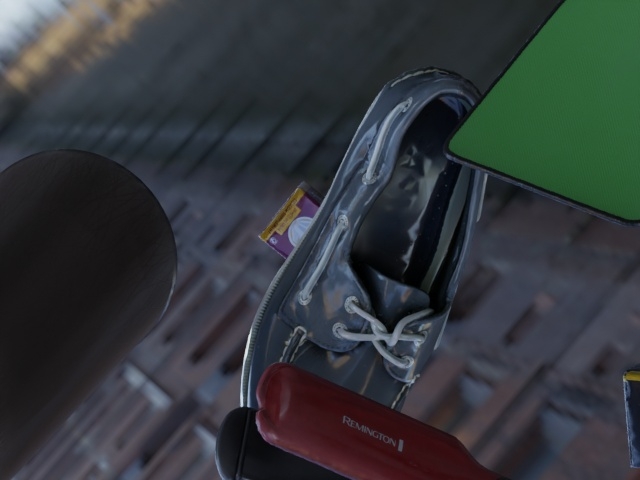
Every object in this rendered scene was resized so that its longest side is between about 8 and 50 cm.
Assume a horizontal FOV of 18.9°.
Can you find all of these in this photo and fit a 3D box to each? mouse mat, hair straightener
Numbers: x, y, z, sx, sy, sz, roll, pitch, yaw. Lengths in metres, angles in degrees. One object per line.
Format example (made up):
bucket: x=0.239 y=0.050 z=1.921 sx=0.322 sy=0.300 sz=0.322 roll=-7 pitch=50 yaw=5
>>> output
mouse mat: x=0.182 y=-0.095 z=1.163 sx=0.152 sy=0.190 sz=0.007 roll=24 pitch=152 yaw=36
hair straightener: x=0.057 y=0.121 z=0.838 sx=0.230 sy=0.047 sz=0.089 roll=20 pitch=140 yaw=-21

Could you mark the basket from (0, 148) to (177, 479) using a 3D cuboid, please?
basket: x=-0.218 y=0.071 z=1.274 sx=0.154 sy=0.227 sz=0.204 roll=39 pitch=129 yaw=-3

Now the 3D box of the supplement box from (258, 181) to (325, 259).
supplement box: x=0.000 y=0.000 z=1.549 sx=0.083 sy=0.055 sz=0.043 roll=38 pitch=-169 yaw=-1

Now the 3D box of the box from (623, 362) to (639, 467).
box: x=0.403 y=0.102 z=1.415 sx=0.257 sy=0.079 sz=0.322 roll=-1 pitch=-171 yaw=33

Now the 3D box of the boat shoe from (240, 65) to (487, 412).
boat shoe: x=0.032 y=0.034 z=1.277 sx=0.116 sy=0.319 sz=0.099 roll=22 pitch=178 yaw=-9
